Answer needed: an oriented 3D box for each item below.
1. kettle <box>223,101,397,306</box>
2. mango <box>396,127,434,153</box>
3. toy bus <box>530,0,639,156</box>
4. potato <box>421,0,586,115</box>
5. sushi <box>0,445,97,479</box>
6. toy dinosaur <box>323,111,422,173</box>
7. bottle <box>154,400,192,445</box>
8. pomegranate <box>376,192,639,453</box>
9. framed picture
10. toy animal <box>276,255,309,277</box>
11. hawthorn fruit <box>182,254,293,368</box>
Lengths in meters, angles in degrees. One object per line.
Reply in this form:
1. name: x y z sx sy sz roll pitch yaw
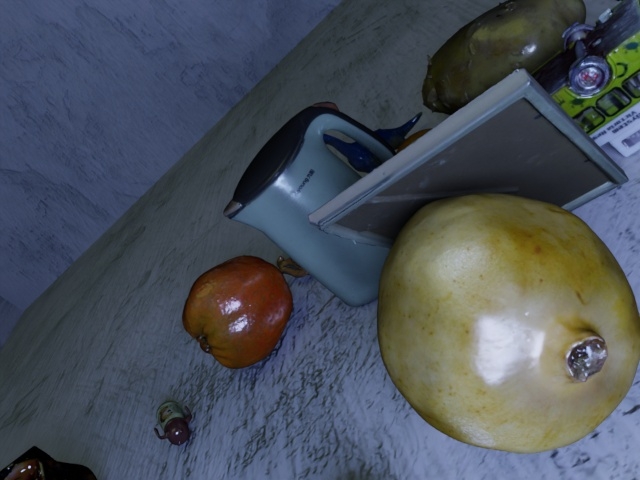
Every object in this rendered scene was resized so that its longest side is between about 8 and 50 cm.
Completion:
1. kettle: 0.019 -0.061 0.922 0.240 0.255 0.165 -53 21 -7
2. mango: 0.181 -0.123 0.970 0.115 0.089 0.165 -39 27 -4
3. toy bus: 0.288 -0.144 0.763 0.301 0.139 0.113 -38 23 39
4. potato: 0.281 -0.299 1.010 0.296 0.141 0.192 -25 29 46
5. sushi: -0.466 0.477 1.009 0.212 0.215 0.227 -35 5 14
6. toy dinosaur: 0.087 -0.187 1.101 0.075 0.188 0.248 -1 49 49
7. bottle: -0.248 0.312 1.056 0.063 0.047 0.101 -59 26 -4
8. pomegranate: 0.159 0.069 0.548 0.233 0.233 0.233 -37 25 21
9. framed picture: 0.168 -0.045 0.640 0.232 0.314 0.024 -33 63 29
10. toy animal: 0.000 0.000 1.114 0.241 0.057 0.099 -45 24 3
11. hawthorn fruit: -0.136 0.113 1.028 0.189 0.189 0.189 -37 25 21
